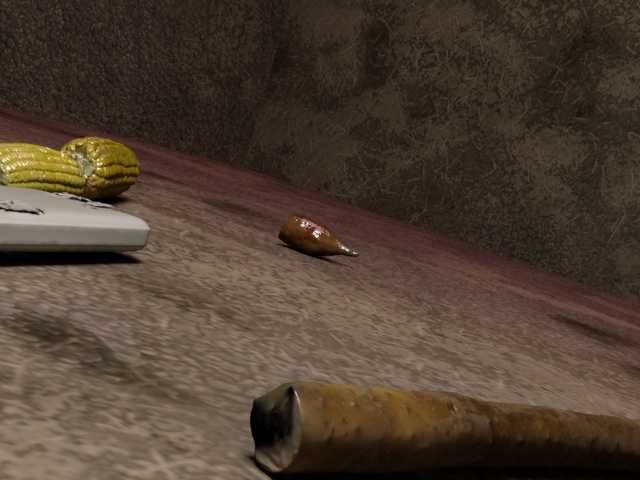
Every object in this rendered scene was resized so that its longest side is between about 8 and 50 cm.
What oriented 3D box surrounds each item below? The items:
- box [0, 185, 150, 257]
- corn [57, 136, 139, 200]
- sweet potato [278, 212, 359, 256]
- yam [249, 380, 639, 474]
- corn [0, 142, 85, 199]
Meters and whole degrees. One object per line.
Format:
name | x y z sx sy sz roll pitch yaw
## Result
box | -0.259 -0.021 0.762 0.142 0.044 0.285 16 5 19
corn | -0.281 -0.091 1.221 0.080 0.080 0.238 16 4 -3
sweet potato | 0.000 0.000 1.322 0.117 0.049 0.049 22 7 17
yam | 0.099 0.108 0.535 0.327 0.045 0.045 13 37 -41
corn | -0.306 -0.066 0.991 0.085 0.063 0.165 41 10 4
